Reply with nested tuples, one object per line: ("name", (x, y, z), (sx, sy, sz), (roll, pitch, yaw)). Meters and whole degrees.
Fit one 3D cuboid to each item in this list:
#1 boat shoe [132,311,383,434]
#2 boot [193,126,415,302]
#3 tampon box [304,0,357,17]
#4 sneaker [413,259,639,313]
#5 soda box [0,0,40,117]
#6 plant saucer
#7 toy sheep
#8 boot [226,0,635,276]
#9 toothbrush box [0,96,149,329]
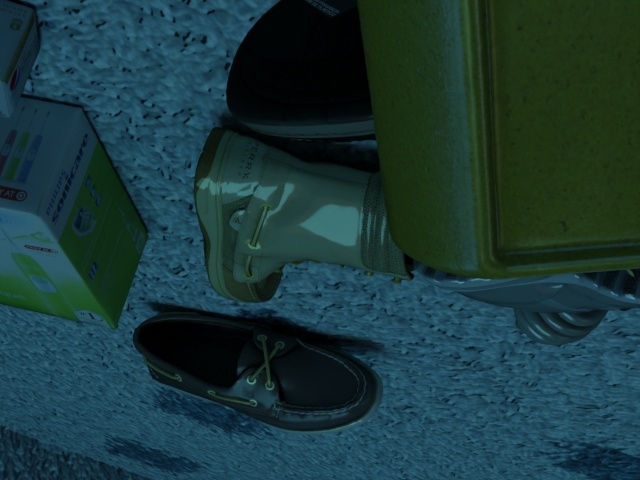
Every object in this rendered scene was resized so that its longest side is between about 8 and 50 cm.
("boat shoe", (-0.083, 0.157, 1.599), (0.324, 0.117, 0.097), (11, 161, 28))
("boot", (0.000, 0.000, 1.199), (0.203, 0.095, 0.262), (12, 151, 10))
("tampon box", (0.022, -0.208, 0.680), (0.120, 0.101, 0.161), (29, 154, -28))
("sneaker", (0.223, 0.009, 1.068), (0.281, 0.105, 0.115), (3, 164, 31))
("soda box", (-0.342, -0.174, 1.052), (0.216, 0.074, 0.069), (17, 158, -1))
("plant saucer", (0.184, -0.096, 0.623), (0.332, 0.081, 0.333), (-5, 135, 6))
("toy sheep", (0.214, 0.053, 1.186), (0.091, 0.091, 0.132), (22, 155, -13))
("boot", (0.153, -0.076, 0.862), (0.377, 0.138, 0.284), (-10, 146, 32))
("toothbrush box", (-0.313, -0.032, 1.305), (0.206, 0.122, 0.283), (12, 156, 11))
